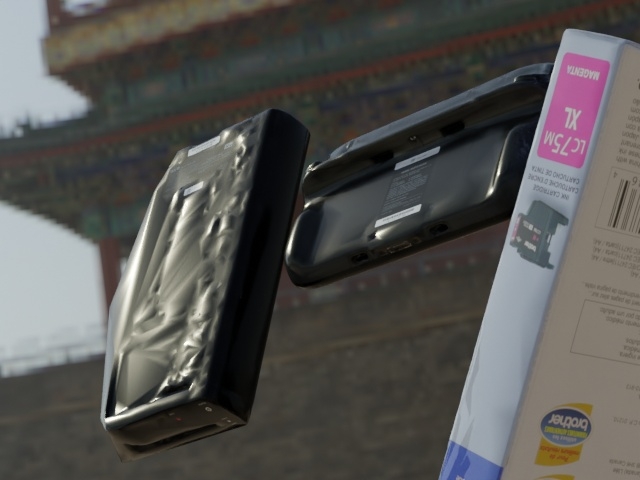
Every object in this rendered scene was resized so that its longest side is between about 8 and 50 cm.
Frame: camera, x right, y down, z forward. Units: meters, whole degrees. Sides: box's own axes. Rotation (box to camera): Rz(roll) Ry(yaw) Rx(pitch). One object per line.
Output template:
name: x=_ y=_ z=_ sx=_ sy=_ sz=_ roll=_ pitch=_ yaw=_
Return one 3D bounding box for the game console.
game console: x=0.000 y=0.000 z=1.117 sx=0.044 sy=0.213 sz=0.361 roll=34 pitch=-38 yaw=-32

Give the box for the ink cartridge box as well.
ink cartridge box: x=0.169 y=0.061 z=1.004 sx=0.185 sy=0.311 sz=0.065 roll=12 pitch=4 yaw=-34
